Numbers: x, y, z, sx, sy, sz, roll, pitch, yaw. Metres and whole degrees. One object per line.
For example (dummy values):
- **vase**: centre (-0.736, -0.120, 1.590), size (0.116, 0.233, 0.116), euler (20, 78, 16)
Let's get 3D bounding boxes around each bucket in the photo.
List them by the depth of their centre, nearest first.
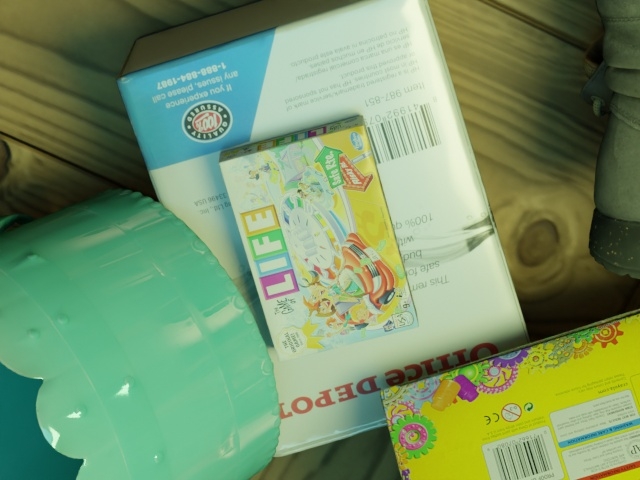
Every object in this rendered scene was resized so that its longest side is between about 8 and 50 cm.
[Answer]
- **bucket**: centre (-0.173, 0.106, 1.326), size (0.183, 0.281, 0.281), euler (-30, 112, -32)

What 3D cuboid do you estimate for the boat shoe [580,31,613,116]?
- **boat shoe**: centre (0.256, -0.139, 1.350), size (0.130, 0.132, 0.355), euler (-11, 108, 22)

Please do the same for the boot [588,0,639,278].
- **boot**: centre (0.343, -0.080, 1.224), size (0.338, 0.118, 0.222), euler (3, 107, 4)

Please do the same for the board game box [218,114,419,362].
- **board game box**: centre (0.000, 0.000, 1.294), size (0.103, 0.026, 0.154), euler (-15, 109, 5)

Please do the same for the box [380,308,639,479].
- **box**: centre (0.226, 0.199, 1.359), size (0.290, 0.177, 0.279), euler (-18, 147, 6)

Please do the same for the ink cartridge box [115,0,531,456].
- **ink cartridge box**: centre (0.009, -0.025, 1.369), size (0.223, 0.129, 0.307), euler (-17, 108, 5)
